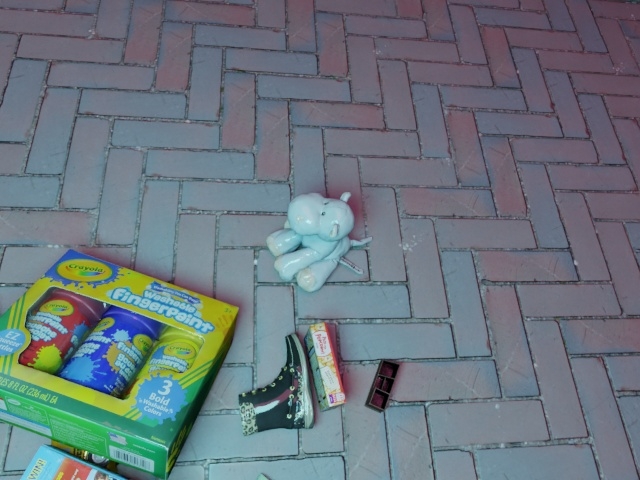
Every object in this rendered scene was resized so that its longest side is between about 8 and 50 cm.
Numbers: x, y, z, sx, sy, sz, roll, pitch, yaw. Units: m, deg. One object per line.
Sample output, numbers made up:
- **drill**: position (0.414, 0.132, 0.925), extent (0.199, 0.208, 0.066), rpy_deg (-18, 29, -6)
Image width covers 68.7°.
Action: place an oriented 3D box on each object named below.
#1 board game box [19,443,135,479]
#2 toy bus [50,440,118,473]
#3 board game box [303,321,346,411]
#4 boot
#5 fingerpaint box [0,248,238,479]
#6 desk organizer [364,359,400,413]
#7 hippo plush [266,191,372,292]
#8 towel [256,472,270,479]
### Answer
- **board game box**: position (-0.460, 0.592, 0.872), extent (0.302, 0.086, 0.308), rpy_deg (22, 63, 2)
- **toy bus**: position (-0.506, 0.534, 1.002), extent (0.130, 0.108, 0.332), rpy_deg (-2, 65, -10)
- **board game box**: position (0.006, 0.317, 1.163), extent (0.045, 0.146, 0.193), rpy_deg (-10, 68, -13)
- **boot**: position (-0.117, 0.355, 1.160), extent (0.179, 0.085, 0.236), rpy_deg (-7, 67, -9)
- **fingerpaint box**: position (-0.460, 0.251, 1.043), extent (0.445, 0.163, 0.371), rpy_deg (20, 40, 1)
- **desk organizer**: position (0.162, 0.373, 1.212), extent (0.047, 0.050, 0.130), rpy_deg (24, 64, 3)
- **hippo plush**: position (0.000, 0.000, 1.259), extent (0.295, 0.236, 0.234), rpy_deg (18, 63, 0)
- **towel**: position (-0.127, 0.727, 1.010), extent (0.248, 0.038, 0.324), rpy_deg (33, 65, 8)
